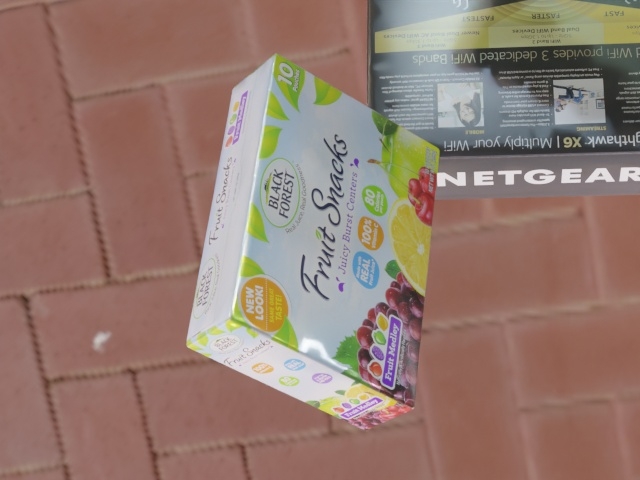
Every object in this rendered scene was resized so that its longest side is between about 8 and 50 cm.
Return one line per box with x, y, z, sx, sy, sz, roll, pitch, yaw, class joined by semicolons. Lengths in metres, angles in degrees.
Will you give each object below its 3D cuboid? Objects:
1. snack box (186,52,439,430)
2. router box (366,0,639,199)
0.000;0.000;0.739;0.100;0.141;0.037;27;142;-27;snack box
0.194;-0.160;1.443;0.309;0.081;0.242;-1;64;6;router box
